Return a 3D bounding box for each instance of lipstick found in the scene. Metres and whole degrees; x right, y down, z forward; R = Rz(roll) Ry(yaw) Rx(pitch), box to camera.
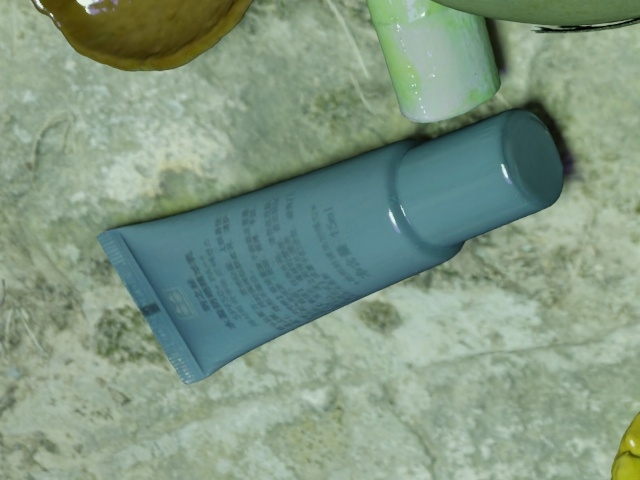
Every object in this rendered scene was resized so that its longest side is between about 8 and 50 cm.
[{"bbox_3d":[0.043,-0.226,1.231,0.076,0.076,0.304,-5,116,30],"label":"lipstick"}]

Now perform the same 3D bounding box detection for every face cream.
[{"bbox_3d":[0.000,0.000,1.380,0.385,0.086,0.135,-22,103,40],"label":"face cream"}]

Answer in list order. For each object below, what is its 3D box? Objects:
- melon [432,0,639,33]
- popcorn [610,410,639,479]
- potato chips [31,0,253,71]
[{"bbox_3d":[0.141,-0.244,1.048,0.330,0.268,0.268,2,119,10],"label":"melon"},{"bbox_3d":[0.263,0.177,1.307,0.152,0.148,0.167,-32,111,14],"label":"popcorn"},{"bbox_3d":[-0.111,-0.196,1.342,0.150,0.049,0.202,50,129,-2],"label":"potato chips"}]
